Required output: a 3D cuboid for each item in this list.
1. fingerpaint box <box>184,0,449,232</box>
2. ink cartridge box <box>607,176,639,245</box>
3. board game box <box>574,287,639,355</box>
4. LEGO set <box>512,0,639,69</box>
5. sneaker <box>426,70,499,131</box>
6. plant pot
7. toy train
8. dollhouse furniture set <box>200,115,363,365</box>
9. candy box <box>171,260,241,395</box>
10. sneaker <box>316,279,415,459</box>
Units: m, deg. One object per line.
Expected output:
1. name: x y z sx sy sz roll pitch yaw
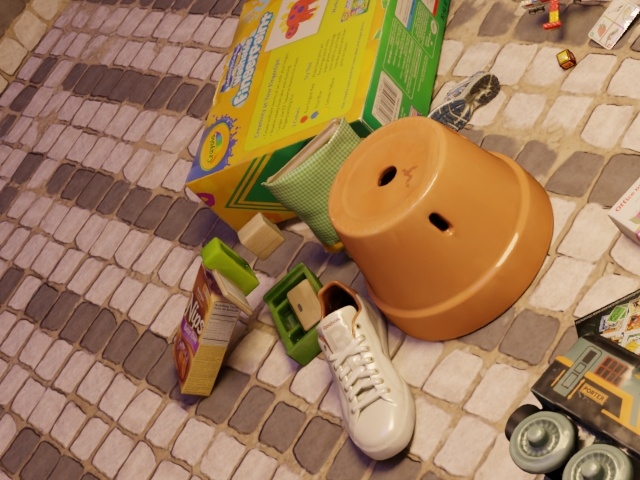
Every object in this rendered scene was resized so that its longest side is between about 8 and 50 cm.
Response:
1. fingerpaint box: 0.005 -0.263 2.250 0.371 0.163 0.445 -18 44 35
2. ink cartridge box: 0.433 -0.029 1.678 0.088 0.052 0.122 -48 34 2
3. board game box: 0.430 0.095 1.587 0.259 0.030 0.136 -30 37 25
4. LEGO set: 0.398 -0.382 1.989 0.244 0.060 0.182 -55 50 13
5. sneaker: 0.218 -0.216 2.091 0.135 0.052 0.058 -36 27 5
6. plant pot: 0.147 -0.036 1.858 0.291 0.203 0.291 -29 39 26
7. toy train: 0.350 0.234 1.440 0.190 0.142 0.334 -49 40 -9
8. dollhouse furniture set: 0.000 0.000 1.981 0.301 0.197 0.151 -43 34 9
9. candy box: -0.180 0.138 2.093 0.109 0.053 0.187 -113 39 -52
10. sneaker: 0.044 0.173 1.842 0.106 0.123 0.290 -35 39 15
